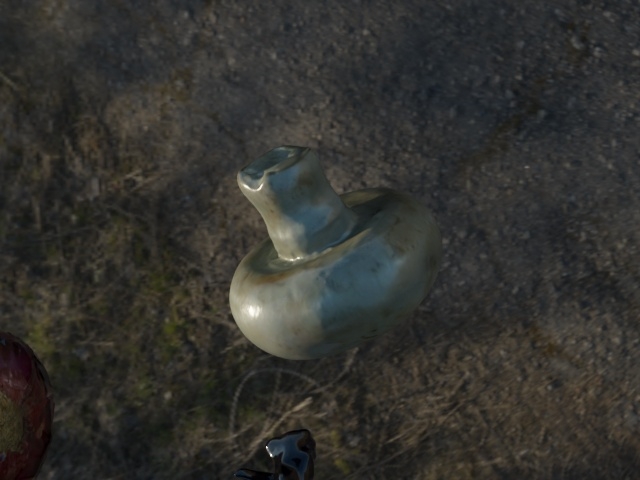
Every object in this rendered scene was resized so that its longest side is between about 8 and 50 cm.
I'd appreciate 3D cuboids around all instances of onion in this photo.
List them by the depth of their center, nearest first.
[{"bbox_3d":[-0.301,0.144,0.795,0.140,0.150,0.150,-3,92,29],"label":"onion"}]

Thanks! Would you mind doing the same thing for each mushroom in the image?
[{"bbox_3d":[0.000,0.000,1.051,0.244,0.243,0.243,3,96,33],"label":"mushroom"}]

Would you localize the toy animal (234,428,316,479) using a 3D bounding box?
[{"bbox_3d":[-0.022,0.307,0.823,0.195,0.324,0.090,-8,128,24],"label":"toy animal"}]
